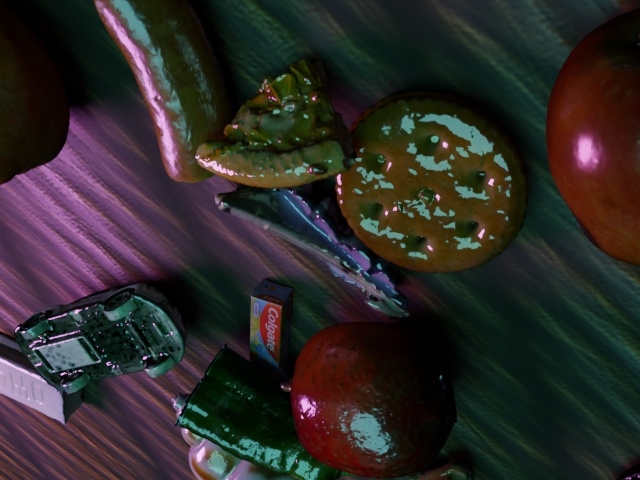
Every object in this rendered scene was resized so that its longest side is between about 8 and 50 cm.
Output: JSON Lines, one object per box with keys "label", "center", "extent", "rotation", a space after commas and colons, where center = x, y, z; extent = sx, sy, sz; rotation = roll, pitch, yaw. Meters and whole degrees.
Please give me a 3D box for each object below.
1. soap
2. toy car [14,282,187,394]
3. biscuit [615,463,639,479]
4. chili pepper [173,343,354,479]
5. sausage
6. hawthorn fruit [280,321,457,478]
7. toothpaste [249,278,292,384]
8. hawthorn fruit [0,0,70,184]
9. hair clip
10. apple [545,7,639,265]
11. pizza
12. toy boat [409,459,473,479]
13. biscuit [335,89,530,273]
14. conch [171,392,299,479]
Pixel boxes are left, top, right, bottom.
{"label": "soap", "center": [-0.557, 0.265, 1.365], "extent": [0.198, 0.063, 0.115], "rotation": [19, 128, 13]}
{"label": "toy car", "center": [-0.336, 0.141, 1.124], "extent": [0.305, 0.125, 0.136], "rotation": [-17, 116, 24]}
{"label": "biscuit", "center": [0.471, 0.359, 0.920], "extent": [0.194, 0.053, 0.195], "rotation": [13, 129, 17]}
{"label": "chili pepper", "center": [-0.057, 0.268, 1.008], "extent": [0.270, 0.136, 0.099], "rotation": [30, 127, 4]}
{"label": "sausage", "center": [-0.172, -0.196, 0.808], "extent": [0.108, 0.109, 0.271], "rotation": [-2, 125, 28]}
{"label": "hawthorn fruit", "center": [0.054, 0.196, 0.914], "extent": [0.249, 0.215, 0.215], "rotation": [8, 126, 29]}
{"label": "toothpaste", "center": [-0.065, 0.149, 1.045], "extent": [0.070, 0.044, 0.193], "rotation": [17, 129, 14]}
{"label": "hawthorn fruit", "center": [-0.427, -0.202, 0.871], "extent": [0.210, 0.210, 0.262], "rotation": [4, 117, 24]}
{"label": "hair clip", "center": [0.000, 0.000, 0.879], "extent": [0.292, 0.085, 0.106], "rotation": [36, 146, -7]}
{"label": "apple", "center": [0.300, -0.079, 0.583], "extent": [0.229, 0.230, 0.230], "rotation": [14, 128, 18]}
{"label": "pizza", "center": [-0.036, -0.129, 0.768], "extent": [0.182, 0.161, 0.062], "rotation": [18, 166, 32]}
{"label": "toy boat", "center": [0.228, 0.519, 1.120], "extent": [0.162, 0.136, 0.446], "rotation": [7, 131, 28]}
{"label": "biscuit", "center": [0.121, -0.061, 0.785], "extent": [0.220, 0.066, 0.221], "rotation": [13, 127, 17]}
{"label": "conch", "center": [-0.112, 0.323, 1.109], "extent": [0.274, 0.149, 0.182], "rotation": [18, 157, -25]}
